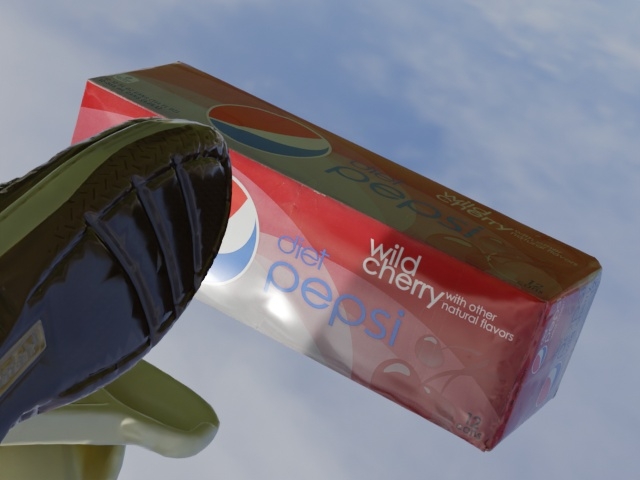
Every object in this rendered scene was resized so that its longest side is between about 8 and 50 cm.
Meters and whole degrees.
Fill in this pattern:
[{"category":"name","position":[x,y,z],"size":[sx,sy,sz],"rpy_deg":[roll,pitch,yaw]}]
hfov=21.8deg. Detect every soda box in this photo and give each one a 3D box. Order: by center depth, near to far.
[{"category":"soda box","position":[0.000,0.000,0.829],"size":[0.263,0.083,0.092],"rpy_deg":[26,-158,20]}]

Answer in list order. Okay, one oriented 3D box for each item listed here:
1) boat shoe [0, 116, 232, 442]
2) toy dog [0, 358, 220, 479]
[{"category":"boat shoe","position":[-0.130,0.019,0.598],"size":[0.095,0.095,0.257],"rpy_deg":[18,-145,24]},{"category":"toy dog","position":[-0.330,0.250,1.263],"size":[0.395,0.408,0.284],"rpy_deg":[29,-164,33]}]
